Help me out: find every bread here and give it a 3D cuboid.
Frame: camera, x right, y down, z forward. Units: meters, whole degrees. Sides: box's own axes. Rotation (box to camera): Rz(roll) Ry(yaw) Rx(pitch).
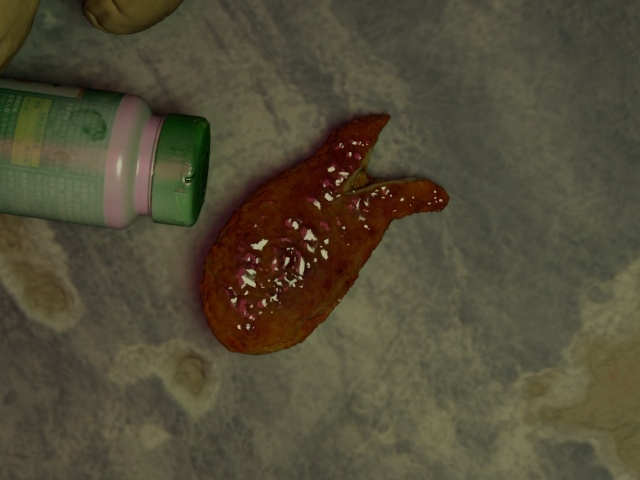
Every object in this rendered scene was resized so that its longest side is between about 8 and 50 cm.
[{"bbox_3d":[-0.008,-0.004,1.782,0.269,0.095,0.139,-42,97,1],"label":"bread"}]

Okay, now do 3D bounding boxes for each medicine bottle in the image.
[{"bbox_3d":[-0.245,-0.083,1.774,0.274,0.133,0.133,9,94,4],"label":"medicine bottle"}]

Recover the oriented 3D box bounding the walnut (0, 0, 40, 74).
[{"bbox_3d":[-0.411,-0.268,1.622,0.381,0.381,0.381,0,93,4],"label":"walnut"}]

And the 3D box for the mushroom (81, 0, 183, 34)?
[{"bbox_3d":[-0.235,-0.395,1.757,0.154,0.137,0.407,-28,93,-6],"label":"mushroom"}]
